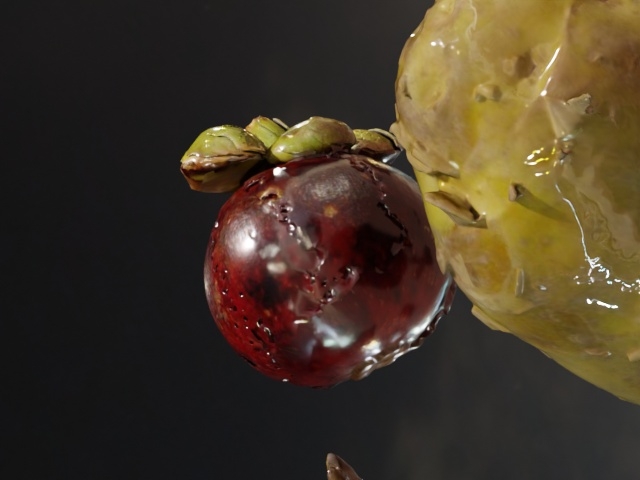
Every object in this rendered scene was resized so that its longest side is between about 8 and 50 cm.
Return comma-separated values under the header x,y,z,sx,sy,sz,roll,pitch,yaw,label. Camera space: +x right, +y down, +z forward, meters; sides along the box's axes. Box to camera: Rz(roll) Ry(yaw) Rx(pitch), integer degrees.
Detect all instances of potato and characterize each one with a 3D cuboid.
x,y,z,sx,sy,sz,roll,pitch,yaw,label
0.158,-0.023,0.628,0.296,0.191,0.141,30,-172,-27,potato

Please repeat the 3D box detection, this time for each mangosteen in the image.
x,y,z,sx,sy,sz,roll,pitch,yaw,label
0.000,0.000,0.807,0.166,0.166,0.180,2,-115,-64,mangosteen

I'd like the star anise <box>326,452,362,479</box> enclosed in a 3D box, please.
x,y,z,sx,sy,sz,roll,pitch,yaw,label
0.063,0.238,0.783,0.288,0.288,0.088,56,-152,-17,star anise
